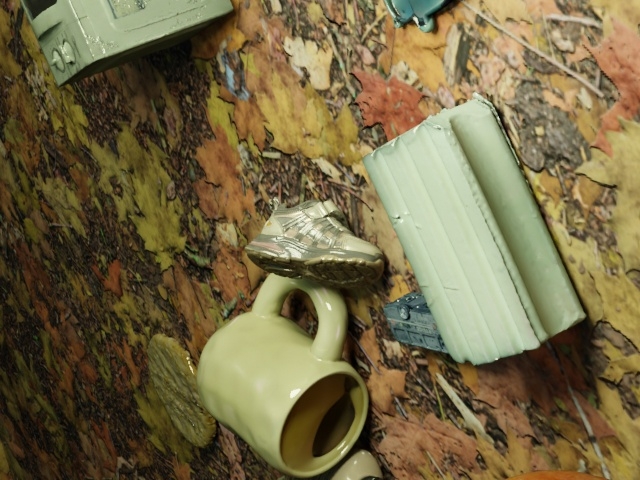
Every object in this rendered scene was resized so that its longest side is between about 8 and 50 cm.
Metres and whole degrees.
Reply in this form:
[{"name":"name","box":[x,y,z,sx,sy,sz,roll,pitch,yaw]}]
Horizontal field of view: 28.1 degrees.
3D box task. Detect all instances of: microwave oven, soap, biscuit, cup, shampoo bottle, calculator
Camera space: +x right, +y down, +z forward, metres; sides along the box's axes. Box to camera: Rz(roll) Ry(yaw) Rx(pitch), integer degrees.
[{"name":"microwave oven","box":[-0.284,-0.374,1.627,0.181,0.237,0.295,-14,100,61]},{"name":"soap","box":[0.157,-0.010,1.321,0.150,0.094,0.261,-25,88,56]},{"name":"biscuit","box":[-0.245,0.262,2.242,0.220,0.033,0.220,39,141,41]},{"name":"cup","box":[-0.059,0.168,1.718,0.202,0.173,0.255,32,137,43]},{"name":"shampoo bottle","box":[0.024,0.350,1.786,0.078,0.127,0.257,26,162,-16]},{"name":"calculator","box":[0.100,-0.260,1.299,0.141,0.019,0.094,-26,88,63]}]

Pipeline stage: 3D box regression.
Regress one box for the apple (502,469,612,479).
[{"name":"apple","box":[0.245,0.408,1.239,0.338,0.338,0.305,43,161,36]}]

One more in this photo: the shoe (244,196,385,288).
[{"name":"shoe","box":[0.000,0.000,1.589,0.180,0.092,0.089,7,157,21]}]

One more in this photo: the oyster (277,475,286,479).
[{"name":"oyster","box":[-0.025,0.426,2.008,0.100,0.037,0.098,58,177,-29]}]

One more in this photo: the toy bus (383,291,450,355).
[{"name":"toy bus","box":[0.138,0.096,1.469,0.166,0.047,0.065,9,123,58]}]
